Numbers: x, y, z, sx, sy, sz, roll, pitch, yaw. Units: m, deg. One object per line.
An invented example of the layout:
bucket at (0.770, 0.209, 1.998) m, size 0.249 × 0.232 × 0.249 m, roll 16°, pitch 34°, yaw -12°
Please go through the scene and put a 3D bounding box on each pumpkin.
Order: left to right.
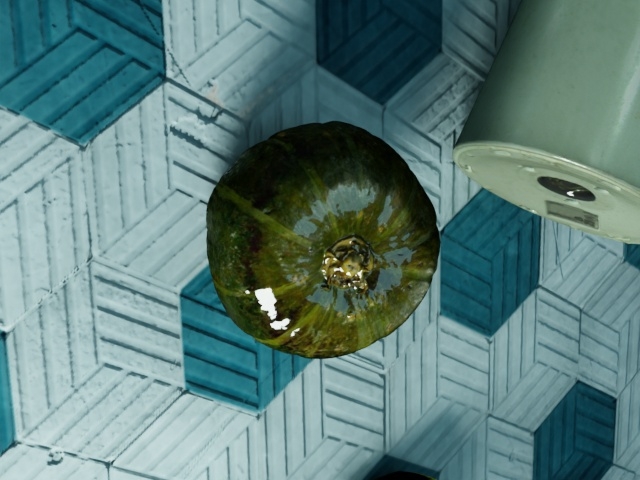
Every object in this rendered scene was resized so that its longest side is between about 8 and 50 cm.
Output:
pumpkin at (0.000, 0.000, 1.147) m, size 0.223 × 0.157 × 0.224 m, roll -10°, pitch 114°, yaw -24°

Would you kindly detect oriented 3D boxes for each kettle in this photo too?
kettle at (0.339, -0.199, 1.375) m, size 0.377 × 0.250 × 0.361 m, roll -68°, pitch 155°, yaw -8°

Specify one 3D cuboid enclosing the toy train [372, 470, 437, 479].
toy train at (0.062, 0.325, 1.350) m, size 0.219 × 0.089 × 0.127 m, roll -10°, pitch 98°, yaw -41°
